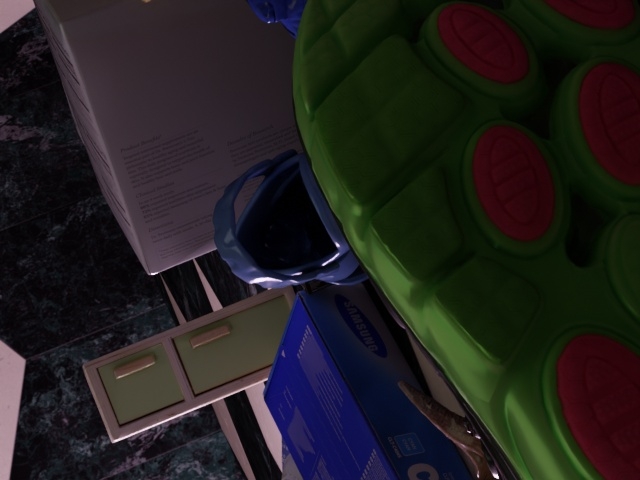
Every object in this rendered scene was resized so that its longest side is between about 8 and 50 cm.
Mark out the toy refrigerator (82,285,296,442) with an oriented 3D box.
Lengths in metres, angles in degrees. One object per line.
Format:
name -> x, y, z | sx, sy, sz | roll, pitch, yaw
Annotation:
toy refrigerator -> -0.145, 0.148, 2.130 | 0.094, 0.269, 0.102 | 137, 112, -79

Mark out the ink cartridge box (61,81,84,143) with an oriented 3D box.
ink cartridge box -> -0.195, -0.161, 2.013 | 0.127, 0.175, 0.072 | -127, 18, -55

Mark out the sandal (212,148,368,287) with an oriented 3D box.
sandal -> -0.011, -0.018, 1.411 | 0.317, 0.138, 0.126 | 59, -173, -81

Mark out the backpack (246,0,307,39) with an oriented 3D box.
backpack -> -0.011, -0.194, 1.209 | 0.098, 0.101, 0.120 | -113, 4, -45

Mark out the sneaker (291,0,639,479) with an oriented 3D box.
sneaker -> 0.117, 0.056, 0.825 | 0.202, 0.185, 0.483 | 100, 148, -64

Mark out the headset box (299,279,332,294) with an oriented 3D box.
headset box -> 0.000, 0.000, 1.655 | 0.032, 0.062, 0.083 | -140, 29, -68

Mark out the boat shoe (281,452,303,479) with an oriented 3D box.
boat shoe -> -0.035, 0.392, 1.771 | 0.136, 0.156, 0.367 | 13, 108, 59

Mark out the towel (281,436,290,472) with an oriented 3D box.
towel -> 0.030, 0.316, 1.840 | 0.243, 0.040, 0.336 | 18, 112, 58

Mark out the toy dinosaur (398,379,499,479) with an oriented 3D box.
toy dinosaur -> 0.142, 0.235, 1.270 | 0.200, 0.127, 0.296 | 145, 116, -72

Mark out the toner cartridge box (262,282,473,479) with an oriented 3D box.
toner cartridge box -> 0.059, 0.222, 1.640 | 0.348, 0.075, 0.165 | 61, 147, 34

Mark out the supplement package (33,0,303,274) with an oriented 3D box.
supplement package -> -0.130, -0.151, 1.622 | 0.198, 0.199, 0.263 | -128, 19, -57

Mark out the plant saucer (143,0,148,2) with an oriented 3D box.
plant saucer -> -0.167, -0.411, 1.495 | 0.333, 0.081, 0.333 | -127, 29, -57
